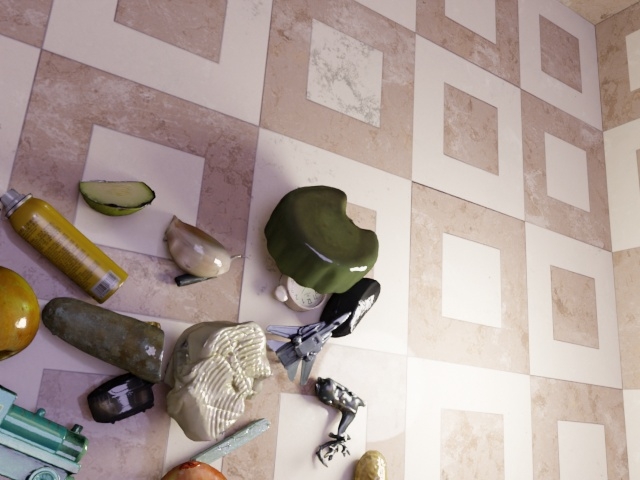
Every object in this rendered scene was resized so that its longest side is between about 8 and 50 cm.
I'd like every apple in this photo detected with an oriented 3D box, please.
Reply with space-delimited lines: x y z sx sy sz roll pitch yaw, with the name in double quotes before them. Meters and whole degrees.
"apple" -0.319 0.659 1.489 0.209 0.164 0.210 -2 99 -14
"apple" -0.748 0.165 1.314 0.236 0.237 0.208 -17 74 -36

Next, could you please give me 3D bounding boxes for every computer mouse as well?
"computer mouse" 0.092 0.198 1.919 0.270 0.137 0.086 -48 120 -33

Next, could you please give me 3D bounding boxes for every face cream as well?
"face cream" -0.646 0.008 1.485 0.349 0.105 0.105 45 57 -16

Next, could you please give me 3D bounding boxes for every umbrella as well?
"umbrella" -0.354 0.103 1.705 0.133 0.031 0.036 -13 85 -37

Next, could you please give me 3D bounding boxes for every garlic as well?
"garlic" -0.320 0.043 1.697 0.266 0.128 0.149 36 61 -28

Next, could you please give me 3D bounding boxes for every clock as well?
"clock" -0.056 0.146 1.882 0.229 0.063 0.156 -15 84 -39

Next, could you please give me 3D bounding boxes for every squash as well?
"squash" -0.537 -0.092 1.585 0.191 0.184 0.085 -4 119 -33

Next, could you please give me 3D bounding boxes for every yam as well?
"yam" -0.522 0.233 1.463 0.330 0.133 0.133 23 64 -3

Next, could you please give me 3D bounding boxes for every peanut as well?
"peanut" 0.149 0.763 1.835 0.095 0.108 0.226 30 65 -30

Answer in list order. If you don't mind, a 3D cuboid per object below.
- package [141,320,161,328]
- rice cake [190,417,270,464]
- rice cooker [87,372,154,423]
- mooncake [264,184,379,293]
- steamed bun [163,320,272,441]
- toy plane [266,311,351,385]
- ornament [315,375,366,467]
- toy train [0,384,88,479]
"package" -0.479 0.250 1.572 0.131 0.047 0.071 4 73 -32
"rice cake" -0.247 0.562 1.652 0.245 0.045 0.042 -22 88 -36
"rice cooker" -0.494 0.391 1.487 0.165 0.112 0.107 -10 89 -35
"mooncake" 0.000 0.000 1.828 0.351 0.187 0.351 21 46 -24
"steamed bun" -0.291 0.352 1.583 0.320 0.206 0.275 -48 121 -33
"toy plane" -0.013 0.292 1.787 0.267 0.088 0.212 -31 98 -7
"ornament" 0.032 0.560 1.822 0.202 0.080 0.236 37 60 -26
"toy train" -0.677 0.459 1.344 0.298 0.120 0.194 35 56 -23
